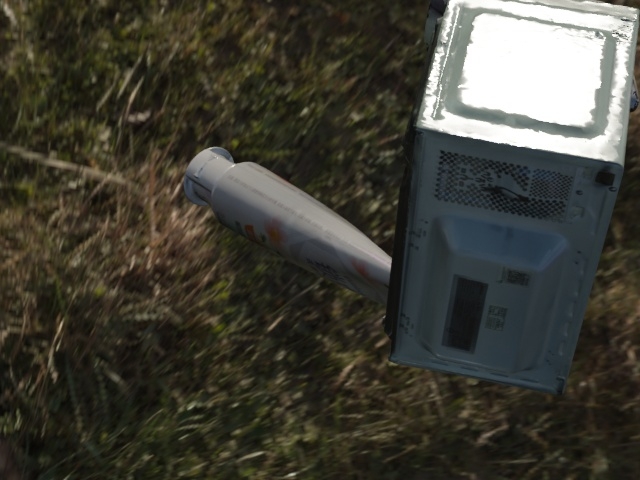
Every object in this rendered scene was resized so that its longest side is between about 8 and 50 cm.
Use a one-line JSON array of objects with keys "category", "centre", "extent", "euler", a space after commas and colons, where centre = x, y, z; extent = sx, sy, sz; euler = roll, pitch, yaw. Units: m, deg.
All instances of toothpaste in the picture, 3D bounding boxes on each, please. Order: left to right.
[{"category": "toothpaste", "centre": [0.000, 0.000, 1.243], "extent": [0.323, 0.100, 0.066], "euler": [30, 78, 41]}]

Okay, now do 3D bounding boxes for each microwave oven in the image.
[{"category": "microwave oven", "centre": [0.111, -0.029, 0.872], "extent": [0.122, 0.208, 0.162], "euler": [11, 48, 8]}]

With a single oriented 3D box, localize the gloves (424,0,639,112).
[{"category": "gloves", "centre": [0.190, -0.164, 1.239], "extent": [0.212, 0.111, 0.127], "euler": [31, 108, 24]}]
